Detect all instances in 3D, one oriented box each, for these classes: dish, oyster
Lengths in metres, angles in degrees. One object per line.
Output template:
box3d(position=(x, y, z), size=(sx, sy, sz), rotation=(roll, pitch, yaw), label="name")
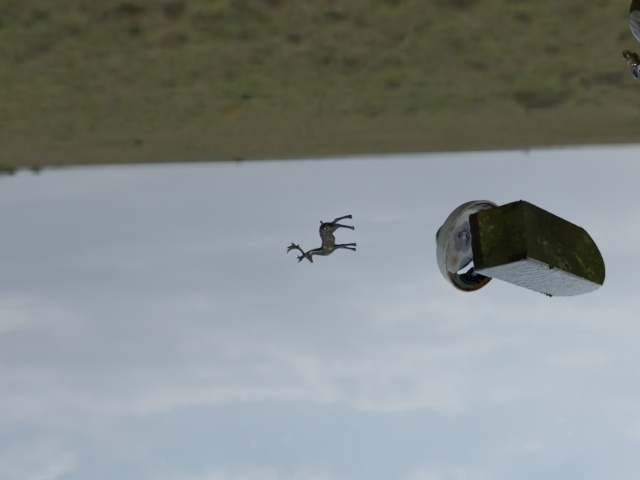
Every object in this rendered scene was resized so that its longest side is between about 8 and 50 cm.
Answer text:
box3d(position=(0.206, 0.001, 2.022), size=(0.141, 0.141, 0.078), rotation=(-5, -164, -42), label="dish")
box3d(position=(0.426, -0.231, 1.806), size=(0.083, 0.054, 0.019), rotation=(16, 143, -42), label="oyster")

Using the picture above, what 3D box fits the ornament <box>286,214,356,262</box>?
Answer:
box3d(position=(0.000, 0.000, 2.392), size=(0.125, 0.073, 0.028), rotation=(-11, -159, -2), label="ornament")

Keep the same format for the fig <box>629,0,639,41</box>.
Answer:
box3d(position=(0.538, -0.337, 2.058), size=(0.103, 0.109, 0.154), rotation=(-42, -137, -9), label="fig")

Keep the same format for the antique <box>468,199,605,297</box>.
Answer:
box3d(position=(0.286, 0.017, 1.757), size=(0.081, 0.080, 0.221), rotation=(-15, 159, 37), label="antique")
